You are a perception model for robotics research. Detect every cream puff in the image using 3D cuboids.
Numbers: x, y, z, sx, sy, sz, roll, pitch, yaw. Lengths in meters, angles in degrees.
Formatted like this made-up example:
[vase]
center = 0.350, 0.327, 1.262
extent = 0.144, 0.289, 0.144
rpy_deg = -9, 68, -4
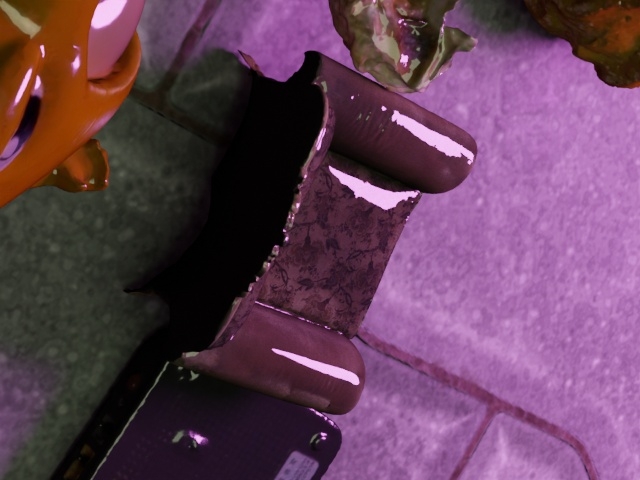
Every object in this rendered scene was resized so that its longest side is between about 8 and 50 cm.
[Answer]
[cream puff]
center = 0.289, -0.250, 1.265
extent = 0.244, 0.196, 0.244
rpy_deg = -23, 148, -15

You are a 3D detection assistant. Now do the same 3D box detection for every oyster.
[oyster]
center = 0.076, -0.279, 1.136
extent = 0.271, 0.100, 0.275
rpy_deg = -36, 95, -22

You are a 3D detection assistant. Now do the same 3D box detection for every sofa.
[sofa]
center = 0.000, 0.000, 1.161
extent = 0.200, 0.182, 0.258
rpy_deg = 24, 95, -37

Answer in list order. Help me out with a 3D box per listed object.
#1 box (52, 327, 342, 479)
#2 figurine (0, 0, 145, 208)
[box]
center = -0.147, 0.257, 1.246
extent = 0.211, 0.058, 0.350
rpy_deg = 34, 89, -38
[figurine]
center = -0.242, -0.093, 0.849
extent = 0.268, 0.387, 0.401
rpy_deg = 6, 103, -9
